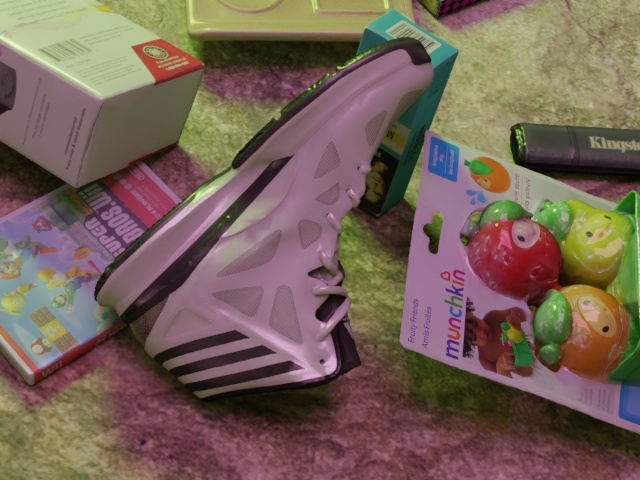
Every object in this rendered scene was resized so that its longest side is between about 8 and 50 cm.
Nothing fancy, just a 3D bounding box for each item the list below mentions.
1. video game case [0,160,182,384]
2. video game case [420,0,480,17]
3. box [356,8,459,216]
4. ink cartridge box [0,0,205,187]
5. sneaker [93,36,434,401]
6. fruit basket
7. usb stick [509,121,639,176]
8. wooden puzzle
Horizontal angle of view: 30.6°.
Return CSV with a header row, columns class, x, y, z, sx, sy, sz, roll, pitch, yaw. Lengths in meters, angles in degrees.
class,x,y,z,sx,sy,sz,roll,pitch,yaw
video game case,-0.273,0.022,1.355,0.285,0.025,0.204,-32,64,-30
video game case,0.209,-0.453,1.820,0.232,0.041,0.210,-25,60,-27
box,0.078,-0.150,1.416,0.100,0.244,0.060,36,48,17
ink cartridge box,-0.332,-0.213,1.425,0.306,0.131,0.226,30,30,16
sneaker,0.000,0.000,1.275,0.447,0.169,0.257,-42,89,0
fruit basket,0.270,0.039,1.327,0.353,0.165,0.327,24,48,-14
usb stick,0.392,-0.120,1.583,0.278,0.045,0.077,3,50,-9
wooden puzzle,-0.041,-0.397,1.694,0.322,0.080,0.347,-1,55,-11
